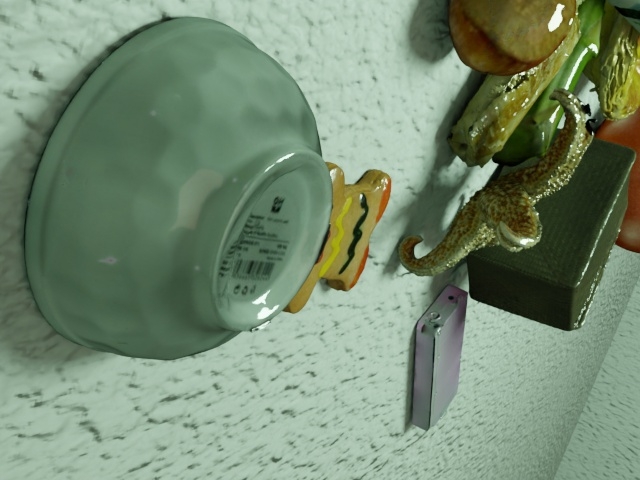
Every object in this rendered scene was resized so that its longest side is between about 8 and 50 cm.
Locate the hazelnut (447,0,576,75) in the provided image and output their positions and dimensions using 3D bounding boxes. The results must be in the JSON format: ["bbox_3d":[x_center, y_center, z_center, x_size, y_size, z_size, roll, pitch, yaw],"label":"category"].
[{"bbox_3d":[0.203,-0.259,1.019,0.150,0.150,0.150,-43,146,-38],"label":"hazelnut"}]

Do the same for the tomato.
[{"bbox_3d":[0.673,-0.133,1.779,0.321,0.322,0.321,-43,146,-38],"label":"tomato"}]

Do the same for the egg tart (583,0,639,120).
[{"bbox_3d":[0.498,-0.344,1.497,0.295,0.116,0.294,-36,137,-42],"label":"egg tart"}]

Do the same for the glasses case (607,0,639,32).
[{"bbox_3d":[0.465,-0.341,1.294,0.272,0.095,0.062,30,80,-31],"label":"glasses case"}]

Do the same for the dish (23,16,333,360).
[{"bbox_3d":[-0.076,-0.019,0.696,0.303,0.120,0.303,-41,145,-38],"label":"dish"}]

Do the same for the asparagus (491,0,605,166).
[{"bbox_3d":[0.345,-0.253,1.334,0.085,0.082,0.342,27,85,-21],"label":"asparagus"}]

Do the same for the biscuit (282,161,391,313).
[{"bbox_3d":[0.001,0.000,0.952,0.250,0.036,0.165,-4,115,-61],"label":"biscuit"}]

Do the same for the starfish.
[{"bbox_3d":[0.246,-0.061,1.177,0.303,0.113,0.312,-47,176,31],"label":"starfish"}]

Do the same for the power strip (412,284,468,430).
[{"bbox_3d":[0.191,0.193,1.471,0.109,0.038,0.278,-46,148,-36],"label":"power strip"}]

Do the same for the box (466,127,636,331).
[{"bbox_3d":[0.353,-0.024,1.398,0.273,0.184,0.143,-59,155,-25],"label":"box"}]

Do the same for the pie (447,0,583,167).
[{"bbox_3d":[0.266,-0.219,1.212,0.282,0.068,0.128,-49,154,-13],"label":"pie"}]
